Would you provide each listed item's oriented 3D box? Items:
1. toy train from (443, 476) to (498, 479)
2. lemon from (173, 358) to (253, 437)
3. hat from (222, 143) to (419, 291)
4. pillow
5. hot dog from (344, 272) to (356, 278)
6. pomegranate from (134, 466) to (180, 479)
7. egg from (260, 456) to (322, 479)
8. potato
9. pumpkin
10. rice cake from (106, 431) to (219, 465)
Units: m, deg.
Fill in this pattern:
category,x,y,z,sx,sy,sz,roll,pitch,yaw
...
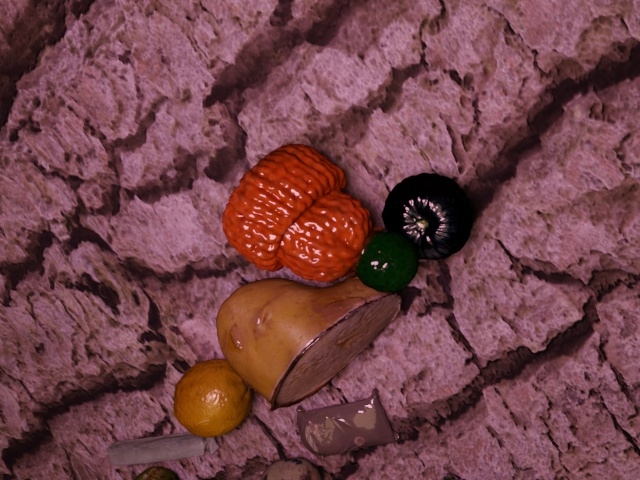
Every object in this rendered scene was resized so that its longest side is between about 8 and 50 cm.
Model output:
category,x,y,z,sx,sy,sz,roll,pitch,yaw
toy train,0.402,0.764,1.293,0.178,0.138,0.331,-9,102,9
lemon,-0.273,0.404,1.310,0.230,0.192,0.193,-19,99,17
hat,0.000,0.000,1.107,0.400,0.285,0.285,43,107,4
pillow,0.061,0.490,1.333,0.254,0.059,0.169,-19,96,16
hot dog,0.021,0.044,1.238,0.191,0.053,0.099,12,111,10
pomegranate,-0.460,0.725,1.464,0.143,0.122,0.169,18,146,35
egg,-0.079,0.651,1.357,0.181,0.141,0.141,-10,102,31
potato,-0.058,0.171,1.194,0.397,0.290,0.296,-47,63,4
pumpkin,0.238,-0.053,1.129,0.201,0.140,0.202,9,113,23
rice cake,-0.452,0.593,1.455,0.335,0.063,0.066,-11,104,14
